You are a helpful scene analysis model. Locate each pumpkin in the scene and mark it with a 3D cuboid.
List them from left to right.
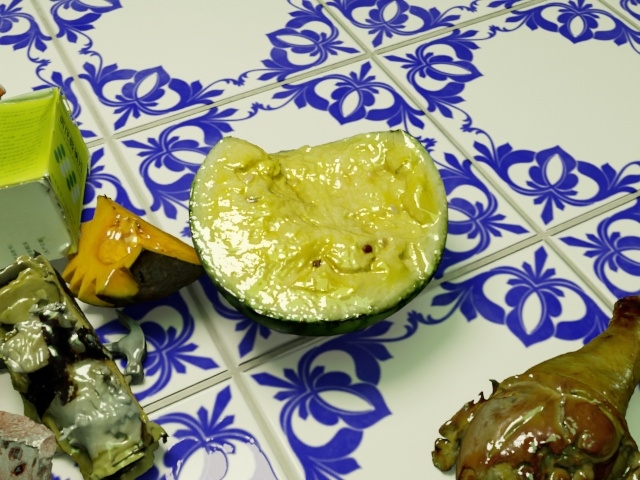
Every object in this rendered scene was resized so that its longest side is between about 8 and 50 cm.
[{"bbox_3d":[-0.243,0.045,1.085,0.130,0.149,0.254,-61,33,2],"label":"pumpkin"}]

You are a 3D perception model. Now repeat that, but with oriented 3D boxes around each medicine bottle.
[{"bbox_3d":[-0.413,-0.088,1.132,0.141,0.137,0.250,-15,40,0],"label":"medicine bottle"}]

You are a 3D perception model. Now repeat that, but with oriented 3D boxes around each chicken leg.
[{"bbox_3d":[0.313,0.195,0.925,0.361,0.140,0.211,-28,47,-19],"label":"chicken leg"}]

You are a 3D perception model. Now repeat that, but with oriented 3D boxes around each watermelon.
[{"bbox_3d":[-0.320,0.248,0.873,0.187,0.139,0.071,56,28,3],"label":"watermelon"},{"bbox_3d":[0.000,0.000,1.063,0.330,0.189,0.331,0,63,0],"label":"watermelon"}]

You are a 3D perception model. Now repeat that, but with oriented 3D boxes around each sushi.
[{"bbox_3d":[-0.302,0.158,0.932,0.139,0.131,0.291,-33,87,-19],"label":"sushi"}]

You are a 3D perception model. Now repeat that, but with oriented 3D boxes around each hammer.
[{"bbox_3d":[-0.347,0.143,1.035,0.246,0.029,0.103,-4,49,-3],"label":"hammer"}]

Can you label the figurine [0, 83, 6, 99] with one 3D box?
[{"bbox_3d":[-0.582,-0.146,1.212,0.143,0.143,0.271,32,54,24],"label":"figurine"}]
